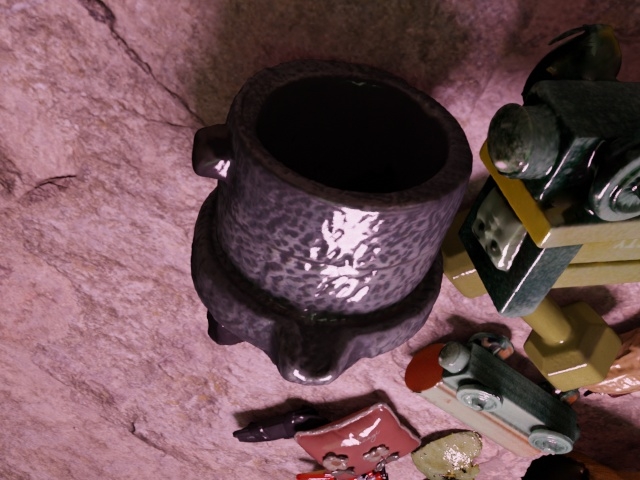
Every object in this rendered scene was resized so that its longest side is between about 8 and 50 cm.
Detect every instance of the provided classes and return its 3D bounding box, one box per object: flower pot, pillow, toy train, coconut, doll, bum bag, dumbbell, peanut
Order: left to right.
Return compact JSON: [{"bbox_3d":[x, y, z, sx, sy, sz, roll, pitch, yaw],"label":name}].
[{"bbox_3d":[-0.073,0.332,1.350,0.197,0.049,0.087,-21,153,30],"label":"bum bag"},{"bbox_3d":[0.000,0.000,0.791,0.298,0.299,0.283,14,134,-2],"label":"flower pot"},{"bbox_3d":[0.047,0.471,1.462,0.168,0.057,0.109,-6,138,14],"label":"doll"},{"bbox_3d":[0.069,0.354,1.303,0.179,0.075,0.171,-27,131,15],"label":"pillow"},{"bbox_3d":[0.225,0.399,1.349,0.133,0.055,0.158,-2,135,12],"label":"coconut"},{"bbox_3d":[0.261,0.240,1.142,0.285,0.116,0.177,33,146,-23],"label":"toy train"},{"bbox_3d":[0.265,0.076,0.953,0.108,0.121,0.302,-42,121,10],"label":"dumbbell"},{"bbox_3d":[0.431,0.162,1.022,0.194,0.093,0.083,-25,89,30],"label":"peanut"},{"bbox_3d":[0.309,-0.052,0.705,0.396,0.160,0.253,-4,141,-22],"label":"toy train"}]

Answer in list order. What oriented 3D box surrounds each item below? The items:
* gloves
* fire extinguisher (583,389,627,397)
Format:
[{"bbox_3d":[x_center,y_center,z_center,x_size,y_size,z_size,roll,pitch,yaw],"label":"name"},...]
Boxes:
[{"bbox_3d":[0.479,0.421,1.213,0.356,0.156,0.203,9,165,-29],"label":"gloves"},{"bbox_3d":[0.461,0.193,1.086,0.158,0.043,0.064,-29,166,36],"label":"fire extinguisher"}]
